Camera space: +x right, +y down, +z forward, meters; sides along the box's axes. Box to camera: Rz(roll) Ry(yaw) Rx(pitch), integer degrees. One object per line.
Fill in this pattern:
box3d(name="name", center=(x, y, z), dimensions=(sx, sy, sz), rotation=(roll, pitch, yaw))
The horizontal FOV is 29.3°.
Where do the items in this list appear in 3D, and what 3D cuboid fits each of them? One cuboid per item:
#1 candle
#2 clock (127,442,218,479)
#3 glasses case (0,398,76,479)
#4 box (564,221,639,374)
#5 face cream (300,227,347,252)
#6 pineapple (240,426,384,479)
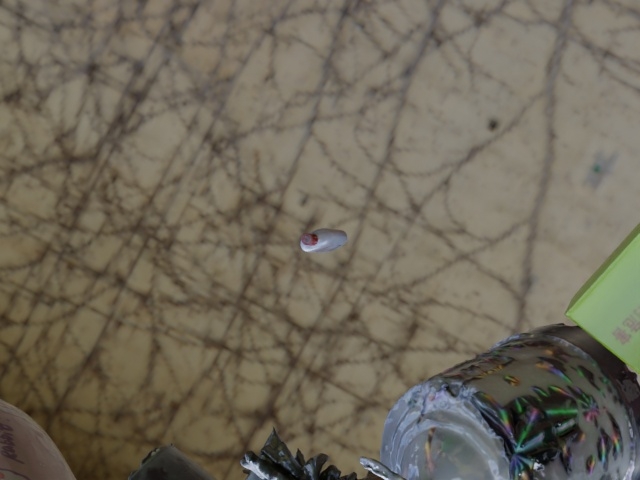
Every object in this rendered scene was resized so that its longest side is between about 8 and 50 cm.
box3d(name="candle", center=(0.149, 0.190, 1.073), dimensions=(0.187, 0.187, 0.330), rotation=(29, -151, 34))
box3d(name="clock", center=(-0.201, 0.350, 1.168), dimensions=(0.067, 0.325, 0.325), rotation=(29, -178, 9))
box3d(name="glasses case", center=(-0.221, 0.177, 0.829), dimensions=(0.113, 0.075, 0.297), rotation=(22, -173, -32))
box3d(name="box", center=(0.378, 0.095, 0.946), dimensions=(0.335, 0.187, 0.047), rotation=(39, -148, 5))
box3d(name="face cream", center=(0.000, 0.000, 1.322), dimensions=(0.021, 0.040, 0.083), rotation=(69, -162, 8))
box3d(name="pineapple", center=(0.038, 0.319, 1.408), dimensions=(0.340, 0.169, 0.169), rotation=(24, -177, -26))
